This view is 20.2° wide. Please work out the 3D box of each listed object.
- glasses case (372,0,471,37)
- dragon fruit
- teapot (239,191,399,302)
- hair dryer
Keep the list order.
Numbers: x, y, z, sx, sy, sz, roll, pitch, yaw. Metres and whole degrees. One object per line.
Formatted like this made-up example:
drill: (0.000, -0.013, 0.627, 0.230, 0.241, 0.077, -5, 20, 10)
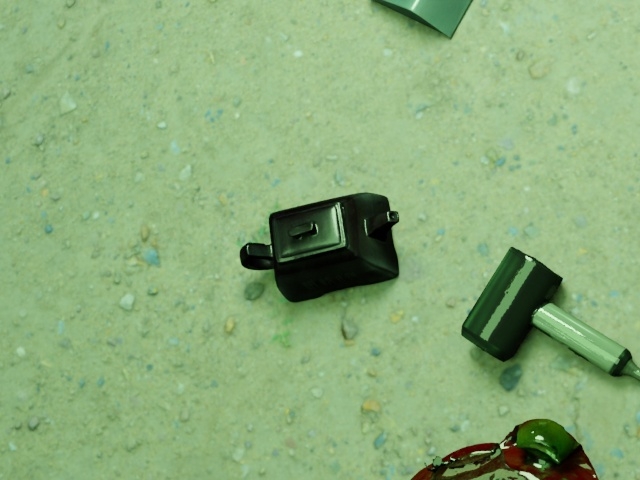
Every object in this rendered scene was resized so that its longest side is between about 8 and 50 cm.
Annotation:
glasses case: (0.145, -0.345, 1.798, 0.105, 0.056, 0.266, 29, 89, 26)
dragon fruit: (0.168, 0.296, 1.587, 0.295, 0.130, 0.268, -11, 73, 21)
teapot: (0.000, 0.000, 1.752, 0.177, 0.096, 0.087, -13, 72, 20)
hair dryer: (0.233, 0.094, 1.659, 0.198, 0.057, 0.100, 31, 92, 21)
